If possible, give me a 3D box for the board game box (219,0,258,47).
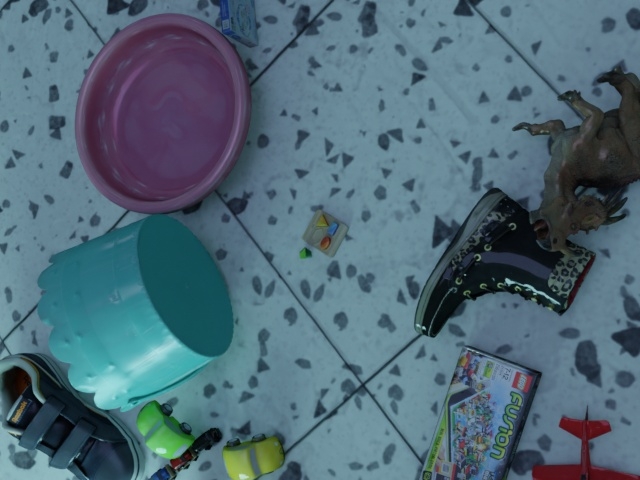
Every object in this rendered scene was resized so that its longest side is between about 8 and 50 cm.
[{"bbox_3d":[-0.133,-0.368,1.559,0.020,0.090,0.090,-10,80,25],"label":"board game box"}]

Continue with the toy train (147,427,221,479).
[{"bbox_3d":[-0.222,0.355,1.555,0.158,0.036,0.027,-42,70,15],"label":"toy train"}]

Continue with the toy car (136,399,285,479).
[{"bbox_3d":[-0.204,0.345,1.504,0.225,0.053,0.239,43,102,2],"label":"toy car"}]

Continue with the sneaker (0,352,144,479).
[{"bbox_3d":[-0.440,0.311,1.611,0.321,0.127,0.126,36,98,21],"label":"sneaker"}]

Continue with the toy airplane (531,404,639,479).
[{"bbox_3d":[0.360,0.300,1.303,0.151,0.028,0.151,-3,84,25],"label":"toy airplane"}]

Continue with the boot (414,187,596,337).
[{"bbox_3d":[0.252,0.066,1.345,0.179,0.085,0.236,33,98,21],"label":"boot"}]

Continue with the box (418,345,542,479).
[{"bbox_3d":[0.225,0.264,1.363,0.114,0.036,0.207,18,92,24],"label":"box"}]

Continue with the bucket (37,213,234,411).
[{"bbox_3d":[-0.274,0.104,1.482,0.183,0.281,0.281,-26,75,20],"label":"bucket"}]

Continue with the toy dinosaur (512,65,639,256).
[{"bbox_3d":[0.389,-0.111,1.288,0.296,0.127,0.200,-26,85,3],"label":"toy dinosaur"}]

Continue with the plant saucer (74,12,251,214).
[{"bbox_3d":[-0.252,-0.205,1.600,0.332,0.084,0.332,-3,84,25],"label":"plant saucer"}]

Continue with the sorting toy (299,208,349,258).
[{"bbox_3d":[0.000,0.000,1.504,0.062,0.012,0.083,32,98,23],"label":"sorting toy"}]
